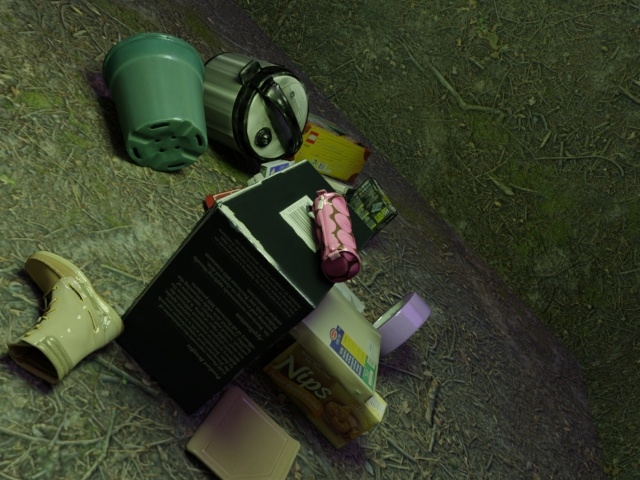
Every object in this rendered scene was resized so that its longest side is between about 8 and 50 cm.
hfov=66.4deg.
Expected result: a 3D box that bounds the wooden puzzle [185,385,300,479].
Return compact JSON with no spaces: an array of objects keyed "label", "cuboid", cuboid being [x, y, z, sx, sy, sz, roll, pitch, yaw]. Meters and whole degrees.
[{"label":"wooden puzzle","cuboid":[-0.180,0.495,1.171,0.238,0.044,0.221,41,29,-1]}]

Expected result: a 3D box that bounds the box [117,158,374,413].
[{"label":"box","cuboid":[-0.172,0.092,1.238,0.297,0.471,0.480,48,28,-1]}]

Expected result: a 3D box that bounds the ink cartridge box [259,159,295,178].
[{"label":"ink cartridge box","cuboid":[-0.181,-0.207,1.899,0.045,0.206,0.208,21,22,20]}]

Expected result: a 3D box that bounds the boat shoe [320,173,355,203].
[{"label":"boat shoe","cuboid":[-0.018,-0.220,2.227,0.340,0.158,0.127,26,15,28]}]

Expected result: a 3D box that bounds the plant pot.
[{"label":"plant pot","cuboid":[-0.529,-0.437,1.623,0.341,0.341,0.334,13,50,-45]}]

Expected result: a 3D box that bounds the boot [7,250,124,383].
[{"label":"boot","cuboid":[-0.573,0.154,1.025,0.262,0.095,0.203,49,29,-5]}]

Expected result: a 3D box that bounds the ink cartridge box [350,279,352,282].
[{"label":"ink cartridge box","cuboid":[0.000,0.000,1.870,0.371,0.069,0.176,57,-2,24]}]

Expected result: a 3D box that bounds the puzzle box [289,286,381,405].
[{"label":"puzzle box","cuboid":[0.057,0.265,1.404,0.272,0.052,0.409,47,14,-1]}]

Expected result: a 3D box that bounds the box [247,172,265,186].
[{"label":"box","cuboid":[-0.155,-0.111,1.819,0.324,0.063,0.067,53,6,-36]}]

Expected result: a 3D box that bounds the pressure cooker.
[{"label":"pressure cooker","cuboid":[-0.247,-0.504,1.895,0.420,0.376,0.369,29,22,33]}]

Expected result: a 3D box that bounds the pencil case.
[{"label":"pencil case","cuboid":[0.028,-0.014,1.055,0.209,0.095,0.098,-103,176,-46]}]

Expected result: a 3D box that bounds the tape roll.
[{"label":"tape roll","cuboid":[0.265,0.305,1.756,0.090,0.275,0.275,49,29,4]}]

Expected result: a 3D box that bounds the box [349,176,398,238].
[{"label":"box","cuboid":[0.194,-0.119,2.209,0.060,0.270,0.216,5,48,-49]}]

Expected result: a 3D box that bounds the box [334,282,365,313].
[{"label":"box","cuboid":[-0.004,0.212,1.676,0.262,0.127,0.231,48,27,2]}]

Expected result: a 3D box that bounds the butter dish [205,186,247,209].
[{"label":"butter dish","cuboid":[-0.300,-0.094,1.688,0.160,0.118,0.160,-17,44,-18]}]

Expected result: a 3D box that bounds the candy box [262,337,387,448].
[{"label":"candy box","cuboid":[0.011,0.411,1.377,0.316,0.183,0.087,47,27,2]}]

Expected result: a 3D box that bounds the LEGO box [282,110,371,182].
[{"label":"LEGO box","cuboid":[-0.059,-0.486,2.324,0.500,0.193,0.372,9,29,-48]}]
